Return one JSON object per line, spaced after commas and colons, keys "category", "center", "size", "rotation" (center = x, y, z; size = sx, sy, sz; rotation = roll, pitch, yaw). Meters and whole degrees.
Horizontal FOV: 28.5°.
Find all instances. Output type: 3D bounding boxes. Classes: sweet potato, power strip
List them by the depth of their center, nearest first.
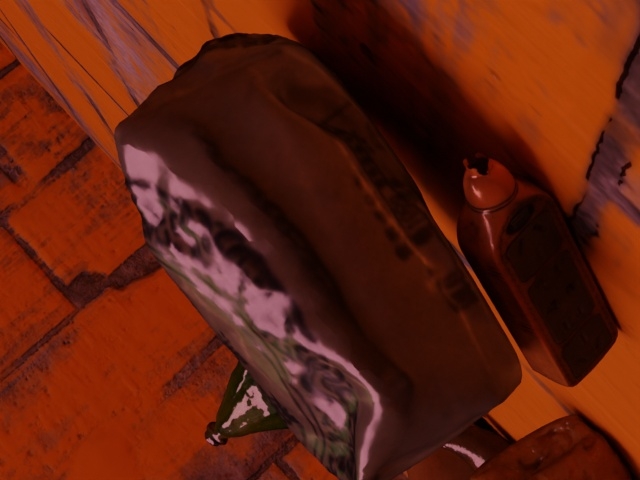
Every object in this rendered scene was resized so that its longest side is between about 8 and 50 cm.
{"category": "power strip", "center": [0.109, 0.015, 0.647], "size": [0.028, 0.049, 0.178], "rotation": [33, 165, 46]}
{"category": "sweet potato", "center": [0.217, 0.259, 1.282], "size": [0.249, 0.059, 0.069], "rotation": [35, 156, 41]}

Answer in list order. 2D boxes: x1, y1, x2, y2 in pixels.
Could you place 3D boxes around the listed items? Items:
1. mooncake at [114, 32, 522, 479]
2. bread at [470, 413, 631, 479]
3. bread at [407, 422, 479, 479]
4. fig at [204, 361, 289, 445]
{"category": "mooncake", "center": [-0.004, 0.003, 0.707], "size": [0.250, 0.136, 0.254], "rotation": [53, -176, -1]}
{"category": "bread", "center": [0.199, 0.222, 0.992], "size": [0.211, 0.114, 0.083], "rotation": [55, -174, -46]}
{"category": "bread", "center": [0.162, 0.287, 1.426], "size": [0.251, 0.133, 0.174], "rotation": [43, 174, 24]}
{"category": "fig", "center": [-0.006, 0.128, 1.178], "size": [0.203, 0.235, 0.203], "rotation": [51, 174, 7]}
